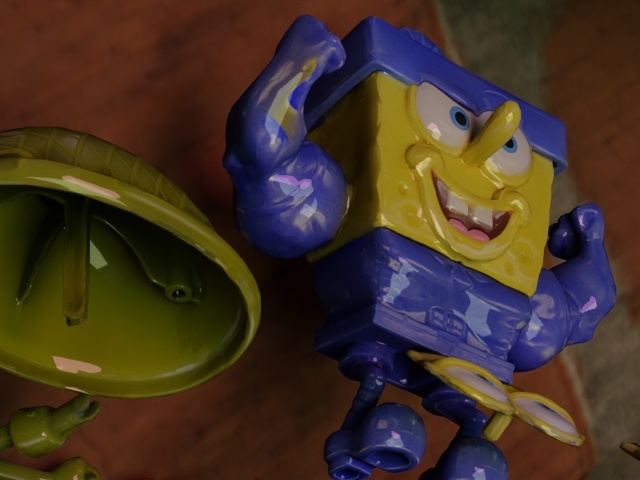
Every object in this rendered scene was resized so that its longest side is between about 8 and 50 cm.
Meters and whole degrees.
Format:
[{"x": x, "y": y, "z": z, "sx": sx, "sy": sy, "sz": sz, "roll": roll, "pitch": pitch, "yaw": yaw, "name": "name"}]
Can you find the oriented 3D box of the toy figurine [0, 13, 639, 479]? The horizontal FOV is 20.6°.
[{"x": 0.000, "y": 0.000, "z": 0.698, "sx": 0.362, "sy": 0.191, "sz": 0.217, "roll": 24, "pitch": 52, "yaw": -26, "name": "toy figurine"}]
